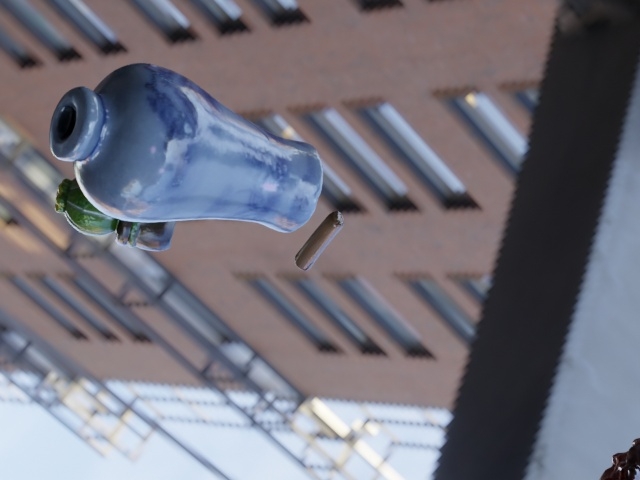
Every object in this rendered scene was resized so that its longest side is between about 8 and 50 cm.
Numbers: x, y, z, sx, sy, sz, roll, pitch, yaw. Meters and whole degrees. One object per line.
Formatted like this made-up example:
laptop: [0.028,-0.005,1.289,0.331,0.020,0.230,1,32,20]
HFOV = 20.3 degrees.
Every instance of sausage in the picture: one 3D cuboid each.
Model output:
sausage: [0.000,0.000,2.209,0.116,0.026,0.026,-51,-164,51]

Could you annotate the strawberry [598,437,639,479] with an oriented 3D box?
strawberry: [0.250,0.254,1.311,0.111,0.190,0.236,-36,-166,45]

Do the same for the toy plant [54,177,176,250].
toy plant: [-0.270,-0.041,2.365,0.093,0.162,0.093,-166,-90,-84]

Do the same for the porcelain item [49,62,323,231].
porcelain item: [-0.122,-0.076,1.627,0.141,0.259,0.141,-23,-120,46]
